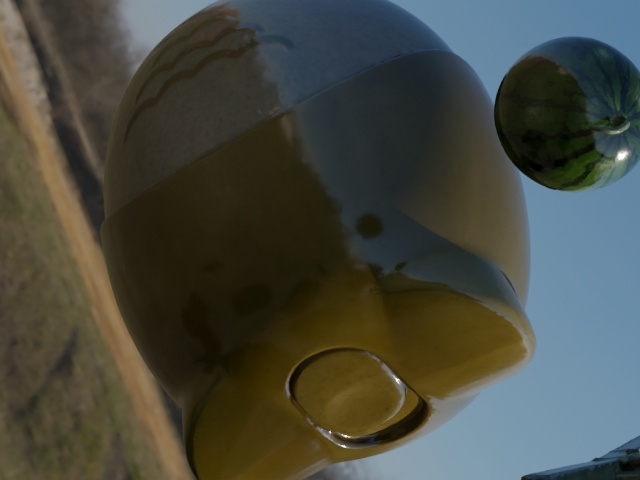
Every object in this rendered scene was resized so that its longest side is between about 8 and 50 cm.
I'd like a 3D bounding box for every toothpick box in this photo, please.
[{"bbox_3d":[0.000,0.000,1.343,0.409,0.408,0.425,77,0,-48],"label":"toothpick box"}]

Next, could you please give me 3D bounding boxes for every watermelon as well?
[{"bbox_3d":[0.161,-0.078,0.873,0.109,0.109,0.109,159,-90,-83],"label":"watermelon"}]

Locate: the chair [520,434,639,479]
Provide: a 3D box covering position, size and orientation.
[{"bbox_3d":[0.216,0.181,0.762,0.270,0.136,0.147,5,79,-63],"label":"chair"}]
